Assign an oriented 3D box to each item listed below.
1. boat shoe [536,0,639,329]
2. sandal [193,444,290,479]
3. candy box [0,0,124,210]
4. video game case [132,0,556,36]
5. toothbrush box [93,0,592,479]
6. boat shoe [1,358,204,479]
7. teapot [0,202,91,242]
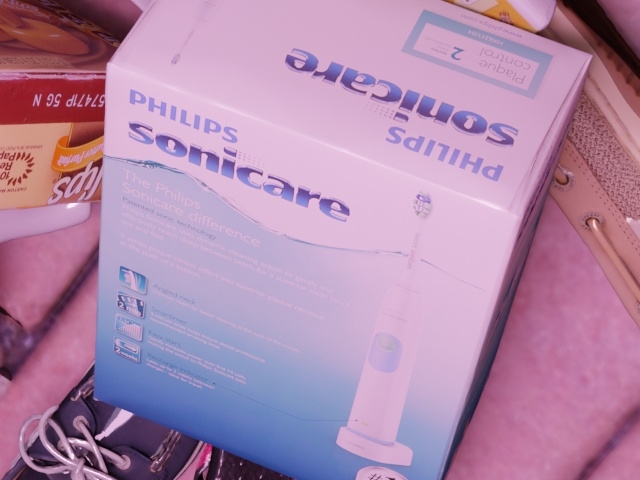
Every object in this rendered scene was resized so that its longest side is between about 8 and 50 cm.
[{"bbox_3d":[0.119,-0.082,1.064,0.110,0.121,0.341,-41,92,19],"label":"boat shoe"},{"bbox_3d":[-0.049,0.146,1.205,0.067,0.040,0.179,7,96,-22],"label":"sandal"},{"bbox_3d":[-0.258,-0.124,1.070,0.316,0.183,0.087,32,109,25],"label":"candy box"},{"bbox_3d":[-0.023,-0.157,0.995,0.227,0.026,0.206,43,140,-21],"label":"video game case"},{"bbox_3d":[0.000,0.000,1.040,0.216,0.126,0.295,20,143,9],"label":"toothbrush box"},{"bbox_3d":[-0.153,0.149,1.212,0.095,0.079,0.254,44,109,2],"label":"boat shoe"},{"bbox_3d":[-0.302,0.043,1.177,0.256,0.187,0.252,16,88,37],"label":"teapot"}]
